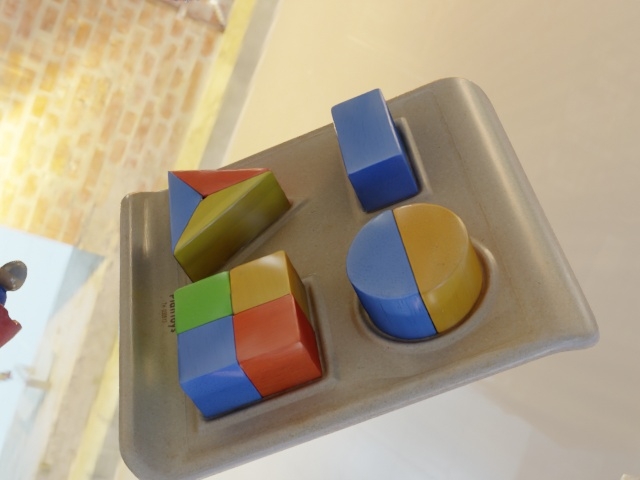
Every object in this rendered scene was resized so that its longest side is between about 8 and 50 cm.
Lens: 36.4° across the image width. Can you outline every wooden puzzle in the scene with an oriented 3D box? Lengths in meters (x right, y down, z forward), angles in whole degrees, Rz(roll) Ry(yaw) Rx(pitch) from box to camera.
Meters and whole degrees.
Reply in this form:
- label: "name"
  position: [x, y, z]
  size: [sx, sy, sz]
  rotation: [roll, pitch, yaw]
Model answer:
- label: "wooden puzzle"
  position: [0.000, 0.000, 0.767]
  size: [0.347, 0.081, 0.322]
  rotation: [-18, -137, 5]

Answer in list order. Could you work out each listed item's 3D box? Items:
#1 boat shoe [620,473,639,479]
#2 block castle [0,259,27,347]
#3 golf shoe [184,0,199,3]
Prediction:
- label: "boat shoe"
  position: [0.367, 0.397, 1.102]
  size: [0.301, 0.102, 0.108]
  rotation: [-53, 152, -51]
- label: "block castle"
  position: [-0.522, -0.049, 0.956]
  size: [0.453, 0.303, 0.213]
  rotation: [31, -114, 22]
- label: "golf shoe"
  position: [-0.085, -0.365, 1.071]
  size: [0.306, 0.140, 0.115]
  rotation: [-17, -128, 17]
